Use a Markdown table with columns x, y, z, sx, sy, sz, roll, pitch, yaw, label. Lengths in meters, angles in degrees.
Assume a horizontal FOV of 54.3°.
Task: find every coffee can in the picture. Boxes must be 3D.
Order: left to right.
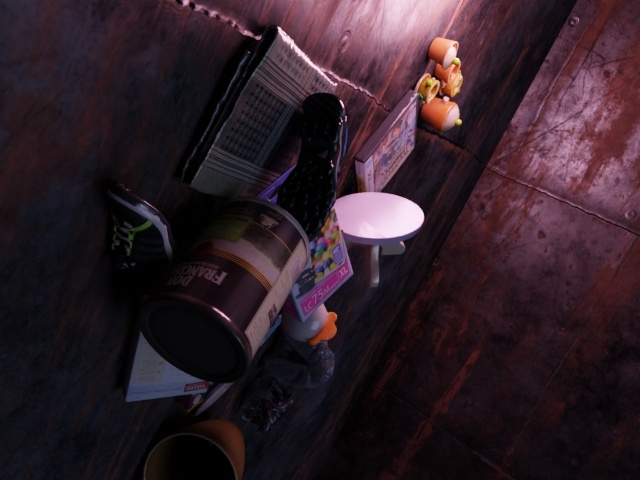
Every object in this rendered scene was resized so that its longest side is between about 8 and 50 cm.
| x | y | z | sx | sy | sz | roll | pitch | yaw | label |
| --- | --- | --- | --- | --- | --- | --- | --- | --- | --- |
| -0.160 | 0.081 | 1.104 | 0.201 | 0.202 | 0.275 | 100 | 14 | -44 | coffee can |

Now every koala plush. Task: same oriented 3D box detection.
| x | y | z | sx | sy | sz | roll | pitch | yaw | label |
| --- | --- | --- | --- | --- | --- | --- | --- | --- | --- |
| -0.037 | 0.339 | 1.910 | 0.196 | 0.203 | 0.221 | -62 | 171 | 10 | koala plush |

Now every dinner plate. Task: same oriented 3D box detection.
| x | y | z | sx | sy | sz | roll | pitch | yaw | label |
| --- | --- | --- | --- | --- | --- | --- | --- | --- | --- |
| -0.276 | 0.401 | 1.621 | 0.141 | 0.017 | 0.141 | -43 | 172 | -8 | dinner plate |

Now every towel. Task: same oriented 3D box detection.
| x | y | z | sx | sy | sz | roll | pitch | yaw | label |
| --- | --- | --- | --- | --- | --- | --- | --- | --- | --- |
| -0.109 | -0.216 | 1.162 | 0.312 | 0.056 | 0.324 | -58 | 162 | 6 | towel |

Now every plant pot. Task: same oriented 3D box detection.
| x | y | z | sx | sy | sz | roll | pitch | yaw | label |
| --- | --- | --- | --- | --- | --- | --- | --- | --- | --- |
| -0.288 | 0.562 | 1.605 | 0.237 | 0.237 | 0.254 | -62 | 173 | 9 | plant pot |

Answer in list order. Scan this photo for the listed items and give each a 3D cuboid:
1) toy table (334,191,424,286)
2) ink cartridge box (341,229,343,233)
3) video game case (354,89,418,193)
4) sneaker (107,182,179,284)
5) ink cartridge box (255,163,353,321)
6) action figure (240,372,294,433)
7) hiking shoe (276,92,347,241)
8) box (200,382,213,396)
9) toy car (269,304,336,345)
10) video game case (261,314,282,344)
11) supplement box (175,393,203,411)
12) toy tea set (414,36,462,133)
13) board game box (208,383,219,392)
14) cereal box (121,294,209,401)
| x | y | z | sx | sy | sz | roll | pitch | yaw | label |
| --- | --- | --- | --- | --- | --- | --- | --- | --- | --- |
| 0.135 | -0.015 | 1.729 | 0.160 | 0.275 | 0.252 | 104 | -12 | -46 | toy table |
| 0.000 | 0.000 | 1.608 | 0.062 | 0.115 | 0.029 | 97 | -7 | -48 | ink cartridge box |
| 0.192 | -0.256 | 1.792 | 0.274 | 0.035 | 0.248 | -51 | 158 | -19 | video game case |
| -0.290 | 0.005 | 0.987 | 0.097 | 0.084 | 0.234 | -49 | 158 | -20 | sneaker |
| -0.036 | 0.004 | 1.342 | 0.186 | 0.065 | 0.311 | -42 | 130 | -31 | ink cartridge box |
| -0.161 | 0.495 | 1.890 | 0.164 | 0.141 | 0.275 | -52 | 174 | -11 | action figure |
| -0.001 | -0.131 | 1.230 | 0.132 | 0.113 | 0.303 | 2 | 105 | -75 | hiking shoe |
| -0.256 | 0.266 | 1.438 | 0.162 | 0.029 | 0.116 | -58 | 146 | -20 | box |
| -0.049 | 0.157 | 1.526 | 0.210 | 0.238 | 0.219 | -49 | 158 | -24 | toy car |
| -0.120 | 0.209 | 1.712 | 0.157 | 0.019 | 0.143 | -49 | 168 | -24 | video game case |
| -0.308 | 0.359 | 1.493 | 0.055 | 0.043 | 0.083 | -31 | 146 | -48 | supplement box |
| 0.373 | -0.443 | 1.815 | 0.200 | 0.124 | 0.336 | -59 | 160 | 0 | toy tea set |
| -0.285 | 0.355 | 1.572 | 0.090 | 0.020 | 0.090 | -34 | 148 | -49 | board game box |
| -0.286 | 0.211 | 1.231 | 0.173 | 0.047 | 0.240 | 2 | 124 | -32 | cereal box |
